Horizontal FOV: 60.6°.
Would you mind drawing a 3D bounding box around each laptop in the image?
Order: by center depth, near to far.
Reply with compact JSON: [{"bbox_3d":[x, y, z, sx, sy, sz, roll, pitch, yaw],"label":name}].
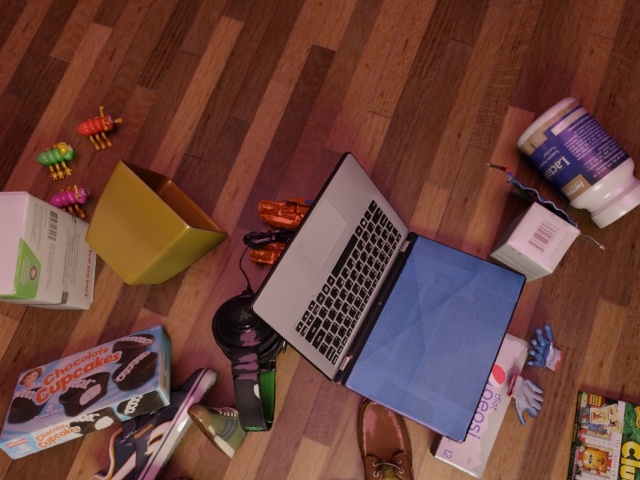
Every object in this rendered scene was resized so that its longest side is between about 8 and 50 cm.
[{"bbox_3d":[0.152,0.095,1.041,0.237,0.408,0.381,0,51,47],"label":"laptop"}]

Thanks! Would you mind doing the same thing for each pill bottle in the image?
[{"bbox_3d":[0.567,-0.165,1.181,0.153,0.153,0.264,-36,77,-5],"label":"pill bottle"}]

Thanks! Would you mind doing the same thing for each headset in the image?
[{"bbox_3d":[-0.105,0.172,1.089,0.186,0.243,0.393,-6,78,1],"label":"headset"}]

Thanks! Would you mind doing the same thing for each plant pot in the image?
[{"bbox_3d":[-0.366,-0.019,1.177,0.212,0.212,0.187,42,94,11],"label":"plant pot"}]

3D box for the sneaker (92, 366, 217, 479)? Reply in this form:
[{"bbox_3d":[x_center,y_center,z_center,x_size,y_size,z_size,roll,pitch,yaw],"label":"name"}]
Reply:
[{"bbox_3d":[-0.341,0.383,1.114,0.128,0.126,0.321,31,81,5],"label":"sneaker"}]

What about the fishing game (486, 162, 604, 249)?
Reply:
[{"bbox_3d":[0.463,-0.071,1.157,0.264,0.189,0.041,37,102,-6],"label":"fishing game"}]

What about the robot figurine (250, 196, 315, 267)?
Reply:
[{"bbox_3d":[0.000,0.000,1.206,0.291,0.085,0.210,7,80,5],"label":"robot figurine"}]

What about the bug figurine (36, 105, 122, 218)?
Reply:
[{"bbox_3d":[-0.543,-0.169,1.280,0.217,0.072,0.278,-22,77,-2],"label":"bug figurine"}]

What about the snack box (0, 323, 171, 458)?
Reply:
[{"bbox_3d":[-0.469,0.302,1.121,0.322,0.060,0.187,-20,35,-2],"label":"snack box"}]

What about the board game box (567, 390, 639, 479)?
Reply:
[{"bbox_3d":[0.575,0.450,1.103,0.136,0.030,0.259,12,78,3],"label":"board game box"}]

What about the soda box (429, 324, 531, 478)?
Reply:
[{"bbox_3d":[0.323,0.322,1.112,0.098,0.091,0.286,23,79,9],"label":"soda box"}]

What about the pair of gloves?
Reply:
[{"bbox_3d":[0.434,0.271,1.099,0.023,0.159,0.198,13,71,47],"label":"pair of gloves"}]

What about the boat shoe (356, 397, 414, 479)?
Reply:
[{"bbox_3d":[0.140,0.461,1.082,0.111,0.104,0.307,-11,77,0],"label":"boat shoe"}]

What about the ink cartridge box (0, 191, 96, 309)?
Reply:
[{"bbox_3d":[-0.585,0.033,1.133,0.115,0.273,0.198,-1,77,5],"label":"ink cartridge box"}]

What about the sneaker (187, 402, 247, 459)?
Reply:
[{"bbox_3d":[-0.195,0.357,1.095,0.064,0.192,0.086,22,56,35],"label":"sneaker"}]

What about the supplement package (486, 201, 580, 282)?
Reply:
[{"bbox_3d":[0.433,0.010,1.132,0.105,0.179,0.105,35,84,10],"label":"supplement package"}]

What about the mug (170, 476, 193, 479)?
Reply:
[{"bbox_3d":[-0.292,0.539,1.053,0.113,0.169,0.150,-8,77,1],"label":"mug"}]
